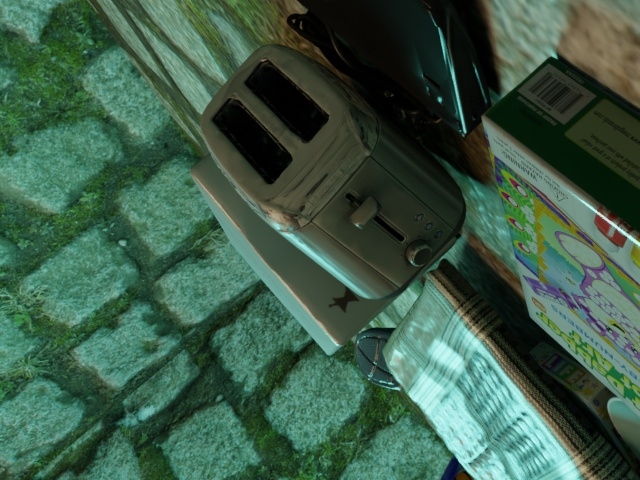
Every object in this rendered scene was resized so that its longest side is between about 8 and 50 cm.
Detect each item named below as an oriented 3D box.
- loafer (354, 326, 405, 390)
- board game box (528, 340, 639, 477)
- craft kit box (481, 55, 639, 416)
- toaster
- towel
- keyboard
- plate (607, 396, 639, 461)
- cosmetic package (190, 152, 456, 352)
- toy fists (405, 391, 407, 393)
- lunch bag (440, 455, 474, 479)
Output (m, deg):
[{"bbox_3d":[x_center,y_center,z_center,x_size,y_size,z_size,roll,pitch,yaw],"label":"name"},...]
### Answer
[{"bbox_3d":[0.170,0.159,1.153,0.303,0.095,0.109,11,111,52],"label":"loafer"},{"bbox_3d":[0.268,0.174,0.860,0.154,0.026,0.103,53,173,-26],"label":"board game box"},{"bbox_3d":[0.203,0.054,0.473,0.250,0.061,0.246,46,175,34],"label":"craft kit box"},{"bbox_3d":[0.002,-0.064,0.722,0.146,0.129,0.227,36,-170,-45],"label":"toaster"},{"bbox_3d":[0.181,0.197,0.944,0.312,0.056,0.324,51,162,15],"label":"towel"},{"bbox_3d":[0.003,-0.176,0.613,0.317,0.033,0.201,47,172,31],"label":"keyboard"},{"bbox_3d":[0.305,0.190,0.704,0.188,0.024,0.188,48,174,7],"label":"plate"},{"bbox_3d":[0.000,0.000,1.073,0.230,0.161,0.453,49,174,5],"label":"cosmetic package"},{"bbox_3d":[0.211,0.259,1.491,0.279,0.096,0.142,50,-176,-16],"label":"toy fists"},{"bbox_3d":[0.341,0.490,1.243,0.386,0.238,0.327,20,159,27],"label":"lunch bag"}]
